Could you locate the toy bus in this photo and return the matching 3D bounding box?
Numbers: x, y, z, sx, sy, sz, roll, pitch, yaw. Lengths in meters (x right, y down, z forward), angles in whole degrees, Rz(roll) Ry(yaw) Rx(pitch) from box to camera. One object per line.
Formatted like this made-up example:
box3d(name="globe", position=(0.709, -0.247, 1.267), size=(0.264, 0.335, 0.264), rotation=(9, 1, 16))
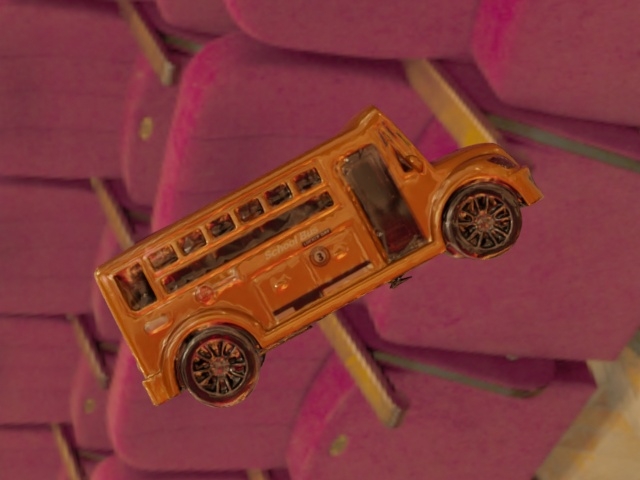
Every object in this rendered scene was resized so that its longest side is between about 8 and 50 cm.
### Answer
box3d(name="toy bus", position=(0.000, 0.000, 0.500), size=(0.088, 0.194, 0.083), rotation=(61, 180, -1))
